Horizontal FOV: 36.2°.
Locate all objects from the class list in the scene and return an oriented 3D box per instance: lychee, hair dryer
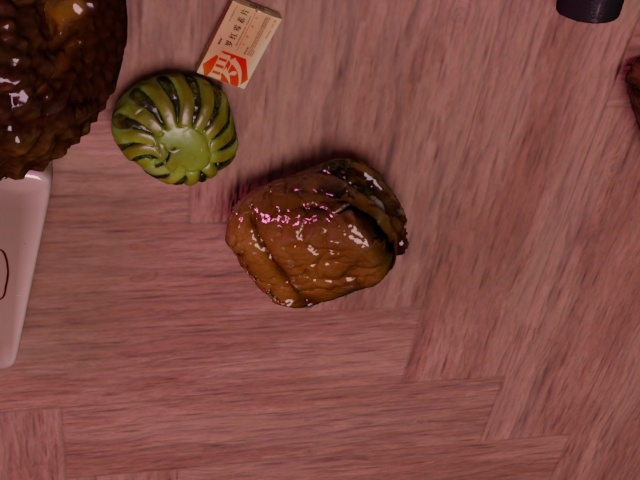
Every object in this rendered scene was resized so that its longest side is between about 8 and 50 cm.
[{"bbox_3d":[-0.306,-0.179,0.847,0.267,0.267,0.268,-8,133,-8],"label":"lychee"},{"bbox_3d":[0.376,-0.298,1.036,0.247,0.071,0.114,-8,133,-13],"label":"hair dryer"}]

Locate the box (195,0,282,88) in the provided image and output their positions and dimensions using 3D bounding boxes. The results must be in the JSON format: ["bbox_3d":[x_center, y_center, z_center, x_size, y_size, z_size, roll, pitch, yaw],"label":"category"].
[{"bbox_3d":[-0.087,-0.207,1.028,0.058,0.015,0.093,15,126,-28],"label":"box"}]

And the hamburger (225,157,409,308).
[{"bbox_3d":[0.000,0.000,1.166,0.206,0.130,0.183,-23,131,10],"label":"hamburger"}]

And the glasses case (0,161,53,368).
[{"bbox_3d":[-0.391,0.017,1.115,0.131,0.070,0.313,7,129,-21],"label":"glasses case"}]

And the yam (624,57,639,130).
[{"bbox_3d":[0.414,-0.153,1.168,0.079,0.079,0.141,-26,134,9],"label":"yam"}]

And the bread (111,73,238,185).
[{"bbox_3d":[-0.154,-0.115,1.058,0.130,0.071,0.139,-23,134,0],"label":"bread"}]
